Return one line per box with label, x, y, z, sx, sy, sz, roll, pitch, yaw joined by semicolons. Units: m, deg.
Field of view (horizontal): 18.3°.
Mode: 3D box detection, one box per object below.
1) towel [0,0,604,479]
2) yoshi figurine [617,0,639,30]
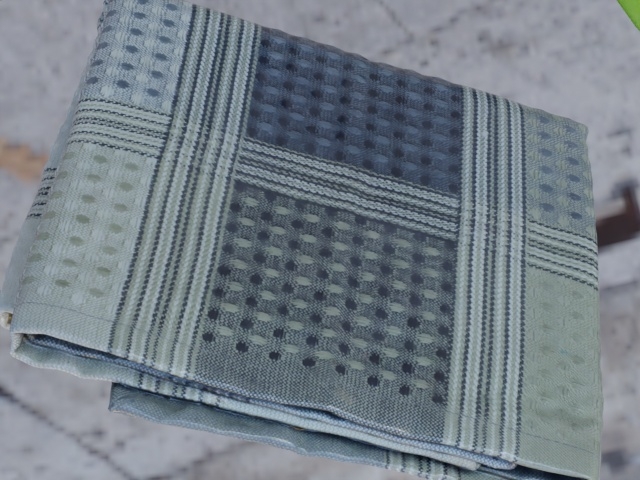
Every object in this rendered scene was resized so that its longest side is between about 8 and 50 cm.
towel;0.000;0.000;1.081;0.312;0.324;0.056;16;129;-6
yoshi figurine;0.052;-0.138;0.402;0.362;0.203;0.203;-35;166;-39
